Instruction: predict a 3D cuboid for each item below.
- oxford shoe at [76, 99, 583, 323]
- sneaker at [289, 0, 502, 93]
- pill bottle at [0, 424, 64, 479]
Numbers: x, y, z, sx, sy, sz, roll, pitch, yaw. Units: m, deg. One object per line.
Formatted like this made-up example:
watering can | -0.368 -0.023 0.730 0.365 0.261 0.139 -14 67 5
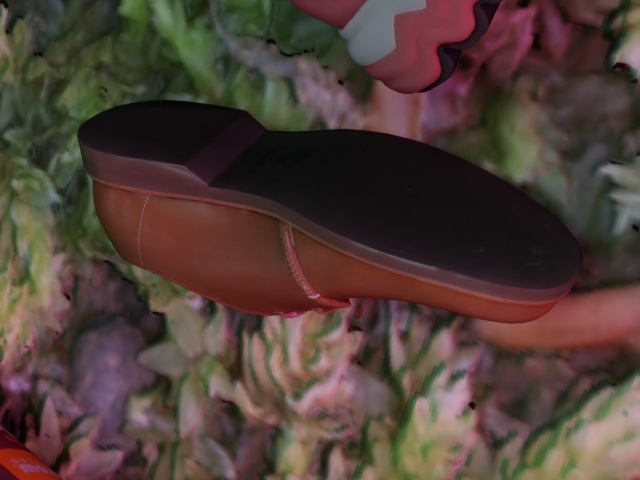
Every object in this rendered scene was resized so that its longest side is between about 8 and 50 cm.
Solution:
oxford shoe | 0.000 0.000 0.425 0.212 0.076 0.076 16 124 29
sneaker | 0.037 -0.166 0.283 0.136 0.116 0.314 30 143 -4
pill bottle | -0.172 0.139 0.474 0.221 0.121 0.121 30 101 29
